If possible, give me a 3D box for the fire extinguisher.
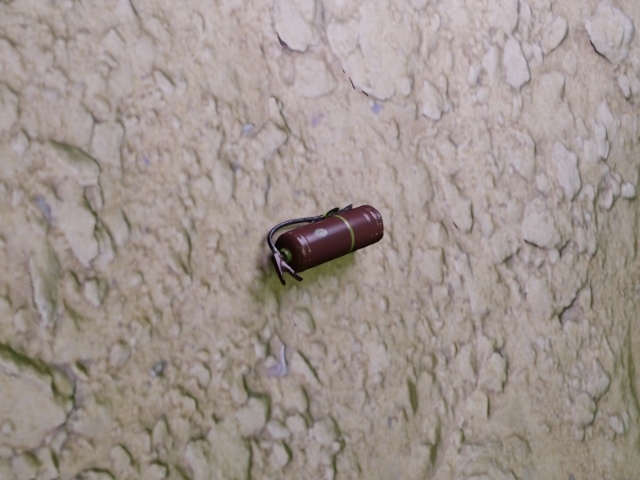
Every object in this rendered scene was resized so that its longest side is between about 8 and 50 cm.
[{"bbox_3d":[0.000,0.000,1.415,0.132,0.039,0.056,-20,66,-45],"label":"fire extinguisher"}]
